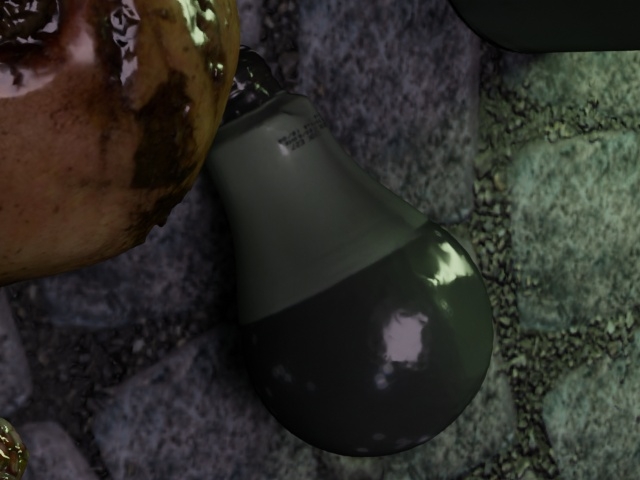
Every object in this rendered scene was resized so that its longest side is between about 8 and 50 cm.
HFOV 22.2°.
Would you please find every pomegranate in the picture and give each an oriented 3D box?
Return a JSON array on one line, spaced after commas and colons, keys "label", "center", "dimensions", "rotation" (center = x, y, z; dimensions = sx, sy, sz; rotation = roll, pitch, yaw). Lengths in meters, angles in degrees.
[{"label": "pomegranate", "center": [-0.201, -0.128, 0.937], "dimensions": [0.322, 0.322, 0.322], "rotation": [-3, 96, -35]}]

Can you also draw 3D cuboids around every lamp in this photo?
[{"label": "lamp", "center": [0.015, 0.001, 1.177], "dimensions": [0.182, 0.182, 0.314], "rotation": [-11, 82, -34]}]

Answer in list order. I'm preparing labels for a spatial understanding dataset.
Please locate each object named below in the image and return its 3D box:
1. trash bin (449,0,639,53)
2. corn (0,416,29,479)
[{"label": "trash bin", "center": [0.246, -0.251, 1.241], "dimensions": [0.277, 0.262, 0.217], "rotation": [13, 87, -34]}, {"label": "corn", "center": [-0.308, 0.117, 0.996], "dimensions": [0.280, 0.092, 0.092], "rotation": [24, 80, -30]}]
